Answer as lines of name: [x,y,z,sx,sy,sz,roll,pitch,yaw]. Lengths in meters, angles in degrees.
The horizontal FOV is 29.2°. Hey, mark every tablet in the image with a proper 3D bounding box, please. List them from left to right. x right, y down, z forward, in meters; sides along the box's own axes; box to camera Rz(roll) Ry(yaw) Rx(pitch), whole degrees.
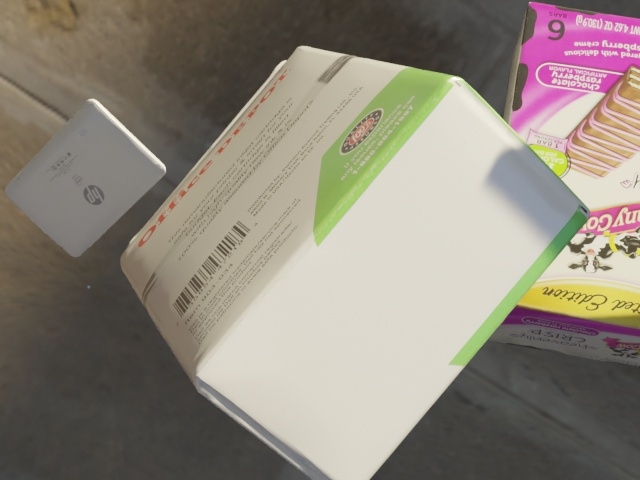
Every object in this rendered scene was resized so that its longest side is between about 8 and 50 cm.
tablet: [-0.124,-0.031,0.642,0.054,0.006,0.083,44,121,-11]

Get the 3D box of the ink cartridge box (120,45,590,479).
ink cartridge box: [0.000,0.000,0.725,0.115,0.273,0.198,41,88,-20]

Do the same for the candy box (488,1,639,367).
candy box: [0.197,-0.038,0.827,0.159,0.071,0.233,10,66,4]
